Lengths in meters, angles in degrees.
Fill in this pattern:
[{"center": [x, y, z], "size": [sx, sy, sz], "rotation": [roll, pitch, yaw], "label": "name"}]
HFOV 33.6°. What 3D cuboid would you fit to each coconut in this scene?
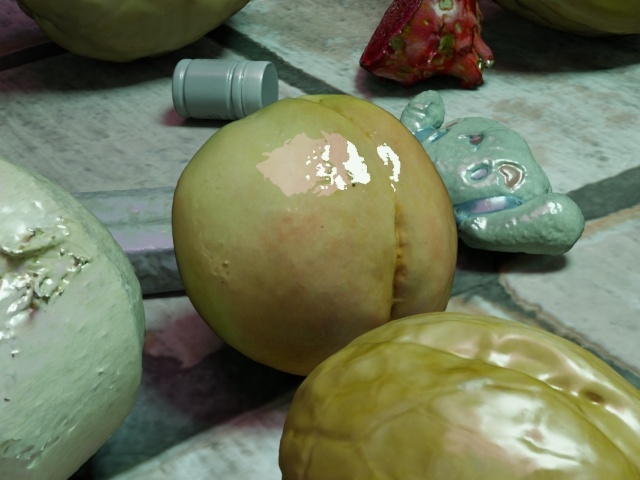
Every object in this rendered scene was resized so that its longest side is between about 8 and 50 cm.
[{"center": [-0.216, 0.069, 0.566], "size": [0.224, 0.224, 0.234], "rotation": [12, 29, 26], "label": "coconut"}]

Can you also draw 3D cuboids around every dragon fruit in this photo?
[{"center": [0.120, -0.205, 1.063], "size": [0.111, 0.153, 0.153], "rotation": [37, 31, -13], "label": "dragon fruit"}]

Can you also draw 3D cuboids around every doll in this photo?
[{"center": [0.119, -0.049, 0.829], "size": [0.103, 0.071, 0.214], "rotation": [-27, 44, -10], "label": "doll"}]

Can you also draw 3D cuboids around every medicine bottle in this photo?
[{"center": [-0.092, -0.146, 1.026], "size": [0.091, 0.058, 0.058], "rotation": [4, 33, 15], "label": "medicine bottle"}]

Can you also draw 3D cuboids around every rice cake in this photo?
[{"center": [-0.164, -0.001, 0.814], "size": [0.298, 0.050, 0.106], "rotation": [-3, 32, 3], "label": "rice cake"}]

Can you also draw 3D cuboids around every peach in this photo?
[{"center": [0.000, 0.000, 0.674], "size": [0.184, 0.184, 0.184], "rotation": [-4, 32, 3], "label": "peach"}]

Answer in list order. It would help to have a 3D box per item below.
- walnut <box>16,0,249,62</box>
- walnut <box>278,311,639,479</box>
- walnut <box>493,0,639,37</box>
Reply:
[{"center": [-0.217, -0.370, 1.131], "size": [0.381, 0.381, 0.381], "rotation": [-4, 32, 3], "label": "walnut"}, {"center": [0.076, 0.114, 0.497], "size": [0.206, 0.159, 0.159], "rotation": [15, 37, 31], "label": "walnut"}, {"center": [0.280, -0.346, 1.062], "size": [0.333, 0.333, 0.333], "rotation": [-4, 32, 3], "label": "walnut"}]
